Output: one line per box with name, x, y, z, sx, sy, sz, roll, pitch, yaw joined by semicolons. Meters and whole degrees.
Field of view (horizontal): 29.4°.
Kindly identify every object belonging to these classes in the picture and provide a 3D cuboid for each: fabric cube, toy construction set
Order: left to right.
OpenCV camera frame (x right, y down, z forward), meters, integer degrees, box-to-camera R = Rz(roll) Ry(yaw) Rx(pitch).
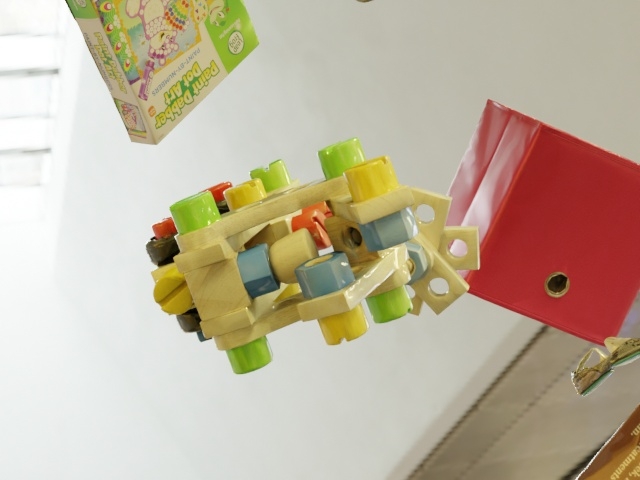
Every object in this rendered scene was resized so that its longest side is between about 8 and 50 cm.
toy construction set;0.000;0.000;0.872;0.215;0.151;0.328;-19;-5;17
fabric cube;0.338;-0.030;1.801;0.254;0.259;0.258;22;-80;-14

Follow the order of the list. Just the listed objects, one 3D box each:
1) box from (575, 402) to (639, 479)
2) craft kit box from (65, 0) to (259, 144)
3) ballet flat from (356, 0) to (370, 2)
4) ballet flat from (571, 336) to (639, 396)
box;0.316;0.286;0.788;0.143;0.381;0.191;17;-64;-40
craft kit box;-0.205;-0.297;1.612;0.061;0.250;0.246;12;-42;34
ballet flat;0.094;-0.372;1.416;0.213;0.072;0.068;-48;-31;16
ballet flat;0.319;0.130;1.350;0.041;0.041;0.114;11;-42;-40
